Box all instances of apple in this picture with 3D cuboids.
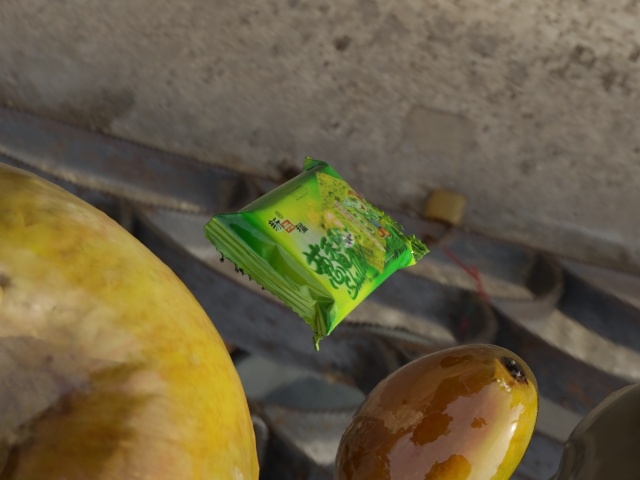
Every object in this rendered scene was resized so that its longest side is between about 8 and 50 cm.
[{"bbox_3d":[-0.183,0.113,0.718,0.299,0.299,0.275,-4,155,-20],"label":"apple"}]

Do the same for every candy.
[{"bbox_3d":[0.001,-0.001,1.011,0.102,0.178,0.032,46,115,4],"label":"candy"}]

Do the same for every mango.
[{"bbox_3d":[0.069,0.159,1.192,0.113,0.253,0.138,45,54,8],"label":"mango"}]

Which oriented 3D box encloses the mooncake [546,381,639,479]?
[{"bbox_3d":[0.349,0.319,1.316,0.467,0.262,0.467,2,119,3],"label":"mooncake"}]
